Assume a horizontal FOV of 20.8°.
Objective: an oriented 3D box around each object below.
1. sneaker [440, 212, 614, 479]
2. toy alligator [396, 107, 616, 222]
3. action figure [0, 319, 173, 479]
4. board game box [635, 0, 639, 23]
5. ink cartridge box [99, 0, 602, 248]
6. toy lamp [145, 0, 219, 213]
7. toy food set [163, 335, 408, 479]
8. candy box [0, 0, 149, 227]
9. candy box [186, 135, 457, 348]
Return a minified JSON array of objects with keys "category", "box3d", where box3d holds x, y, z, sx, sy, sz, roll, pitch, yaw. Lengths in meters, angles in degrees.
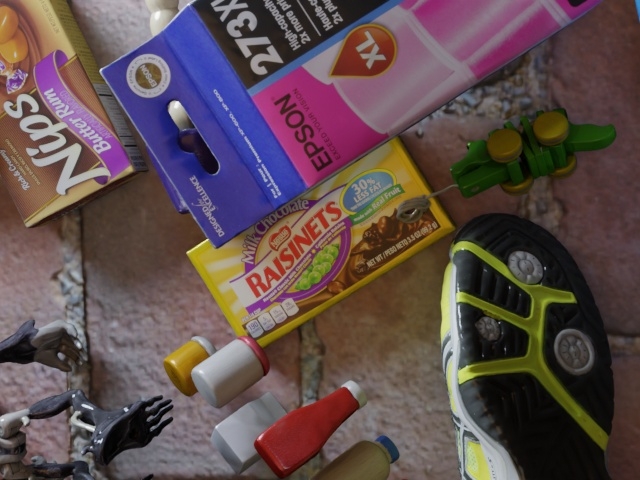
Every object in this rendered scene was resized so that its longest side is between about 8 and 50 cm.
[{"category":"sneaker","box3d":[0.154,0.167,1.391,0.145,0.147,0.385,-1,72,-26]},{"category":"toy alligator","box3d":[0.145,-0.069,1.424,0.189,0.056,0.051,-20,50,5]},{"category":"action figure","box3d":[-0.250,0.157,1.458,0.275,0.141,0.164,15,105,33]},{"category":"board game box","box3d":[0.423,-0.077,1.345,0.308,0.086,0.302,-12,100,9]},{"category":"ink cartridge box","box3d":[0.025,-0.164,1.390,0.371,0.069,0.176,-33,91,-2]},{"category":"toy lamp","box3d":[-0.123,-0.159,1.444,0.080,0.080,0.275,-13,92,9]},{"category":"toy food set","box3d":[-0.018,0.153,1.443,0.104,0.111,0.232,-35,76,-22]},{"category":"candy box","box3d":[-0.236,-0.116,1.476,0.109,0.053,0.187,-26,88,10]},{"category":"candy box","box3d":[0.000,0.000,1.463,0.206,0.027,0.105,-32,86,9]}]
